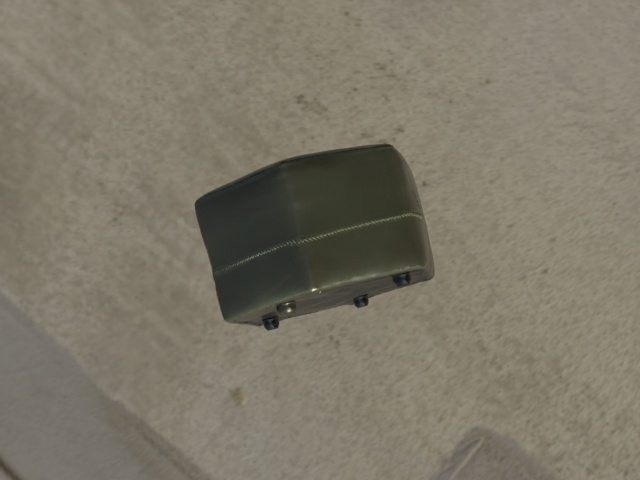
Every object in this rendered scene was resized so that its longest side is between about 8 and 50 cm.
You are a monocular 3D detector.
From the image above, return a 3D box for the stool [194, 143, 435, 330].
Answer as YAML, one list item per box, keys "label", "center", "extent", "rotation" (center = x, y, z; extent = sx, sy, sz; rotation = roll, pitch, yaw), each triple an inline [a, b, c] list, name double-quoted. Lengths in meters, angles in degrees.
- label: "stool"
  center: [0.000, 0.000, 1.068]
  extent: [0.232, 0.232, 0.141]
  rotation: [-20, 80, 28]
